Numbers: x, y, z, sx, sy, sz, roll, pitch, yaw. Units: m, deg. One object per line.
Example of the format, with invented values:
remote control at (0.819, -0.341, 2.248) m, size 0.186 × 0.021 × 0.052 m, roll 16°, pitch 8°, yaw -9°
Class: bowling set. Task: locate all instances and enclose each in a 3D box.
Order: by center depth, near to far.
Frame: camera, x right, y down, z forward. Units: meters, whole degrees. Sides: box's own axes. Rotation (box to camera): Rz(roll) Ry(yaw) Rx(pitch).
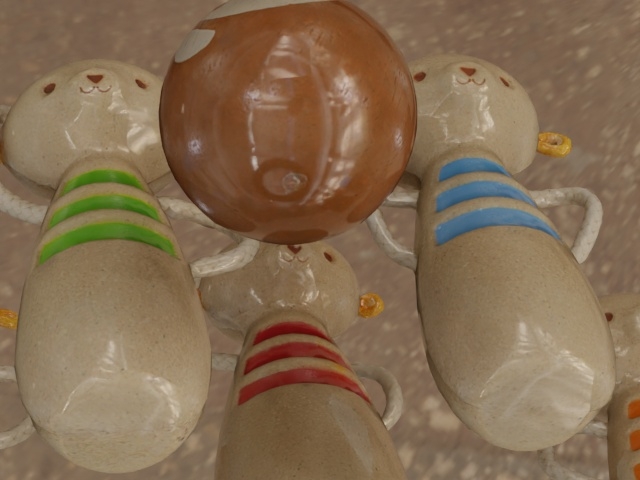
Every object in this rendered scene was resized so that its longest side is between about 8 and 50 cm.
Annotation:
bowling set at (0.000, 0.000, 0.457) m, size 0.287 × 0.154 × 0.200 m, roll 2°, pitch 129°, yaw -11°
